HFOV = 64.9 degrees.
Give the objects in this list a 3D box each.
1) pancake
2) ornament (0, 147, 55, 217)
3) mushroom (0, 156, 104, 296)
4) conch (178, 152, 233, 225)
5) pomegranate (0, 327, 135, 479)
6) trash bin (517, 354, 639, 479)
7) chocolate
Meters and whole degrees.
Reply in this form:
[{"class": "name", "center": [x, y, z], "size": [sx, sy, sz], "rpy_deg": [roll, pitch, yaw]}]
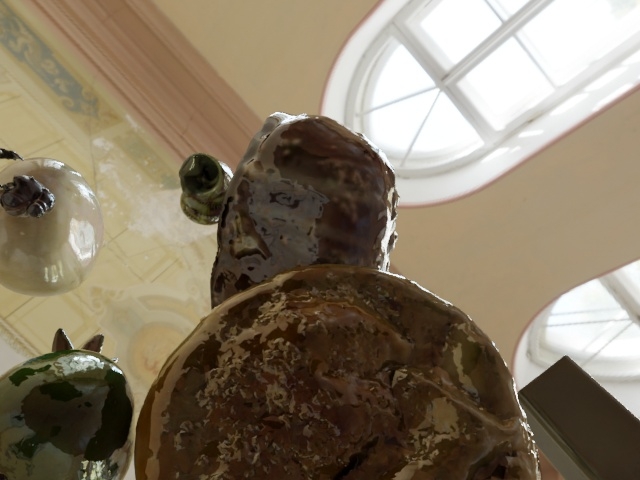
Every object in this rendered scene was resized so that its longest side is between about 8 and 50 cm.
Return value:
[{"class": "pancake", "center": [0.018, 0.177, 0.473], "size": [0.386, 0.082, 0.387], "rpy_deg": [2, -126, -2]}, {"class": "ornament", "center": [-0.379, -0.079, 0.535], "size": [0.195, 0.166, 0.153], "rpy_deg": [14, -127, -14]}, {"class": "mushroom", "center": [-0.505, -0.018, 0.895], "size": [0.246, 0.202, 0.246], "rpy_deg": [-7, -90, -80]}, {"class": "conch", "center": [-0.313, -0.135, 1.365], "size": [0.187, 0.181, 0.124], "rpy_deg": [51, -174, -13]}, {"class": "pomegranate", "center": [-0.254, 0.167, 0.501], "size": [0.130, 0.152, 0.191], "rpy_deg": [-4, -153, -21]}, {"class": "trash bin", "center": [0.505, 0.368, 0.974], "size": [0.164, 0.122, 0.240], "rpy_deg": [-30, -122, -19]}, {"class": "chocolate", "center": [0.000, 0.000, 0.706], "size": [0.225, 0.210, 0.341], "rpy_deg": [16, -92, -65]}]
